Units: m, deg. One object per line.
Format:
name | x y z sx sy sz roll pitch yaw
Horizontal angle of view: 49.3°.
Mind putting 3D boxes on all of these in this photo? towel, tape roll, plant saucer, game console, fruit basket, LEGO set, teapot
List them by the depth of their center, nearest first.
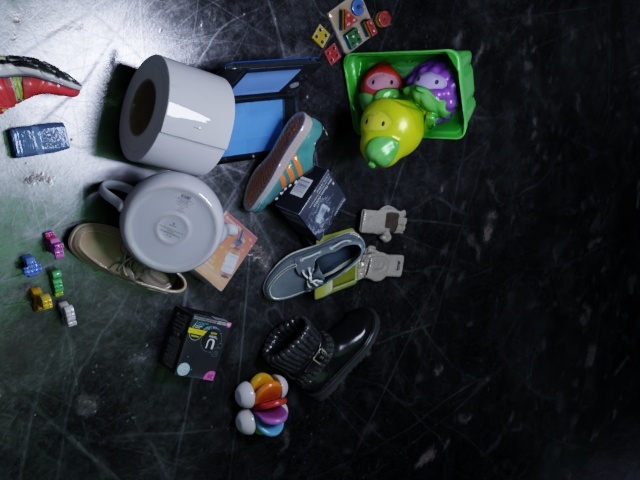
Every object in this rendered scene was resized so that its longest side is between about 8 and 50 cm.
towel | -0.615 -0.220 1.524 0.119 0.029 0.067 -16 109 -34
LEGO set | -0.605 0.104 1.559 0.087 0.093 0.227 -18 110 -34
tape roll | -0.332 -0.282 1.597 0.169 0.246 0.246 12 92 -39
teapot | -0.350 -0.058 1.635 0.252 0.187 0.256 -22 114 -2
game console | -0.146 -0.332 1.787 0.293 0.250 0.173 -15 82 -36
fruit basket | 0.217 -0.376 1.926 0.392 0.392 0.283 -27 119 -31
plant saucer | 0.058 0.071 2.074 0.188 0.045 0.188 -16 113 -52

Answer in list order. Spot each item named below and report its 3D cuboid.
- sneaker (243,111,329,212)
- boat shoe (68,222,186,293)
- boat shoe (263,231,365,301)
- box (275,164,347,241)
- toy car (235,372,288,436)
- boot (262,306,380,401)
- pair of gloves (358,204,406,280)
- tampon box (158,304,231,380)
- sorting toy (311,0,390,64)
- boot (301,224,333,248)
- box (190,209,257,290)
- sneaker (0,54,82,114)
sneaker | -0.085 -0.188 1.861 0.121 0.108 0.302 28 103 -36
boat shoe | -0.452 0.048 1.665 0.302 0.098 0.109 34 78 -38
boat shoe | -0.018 0.078 1.948 0.319 0.099 0.116 -29 105 0
box | -0.023 -0.109 1.949 0.156 0.093 0.158 -57 146 -14
toy car | -0.149 0.472 1.973 0.159 0.136 0.182 -8 105 -37
boot | 0.011 0.282 2.062 0.348 0.131 0.260 -52 124 -19
pair of gloves | 0.188 0.008 2.202 0.204 0.042 0.240 -8 106 -41
tampon box | -0.326 0.266 1.810 0.120 0.101 0.161 18 88 -39
sorting toy | 0.094 -0.616 1.988 0.274 0.046 0.132 -42 122 -23
boot | 0.000 0.000 2.051 0.099 0.045 0.121 -45 125 -29
box | -0.272 0.020 1.807 0.130 0.091 0.170 43 73 -36
sneaker | -0.644 -0.320 1.454 0.279 0.107 0.118 0 118 -35
